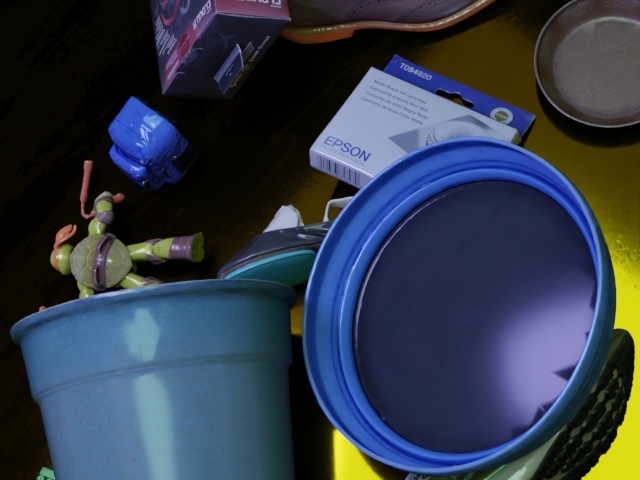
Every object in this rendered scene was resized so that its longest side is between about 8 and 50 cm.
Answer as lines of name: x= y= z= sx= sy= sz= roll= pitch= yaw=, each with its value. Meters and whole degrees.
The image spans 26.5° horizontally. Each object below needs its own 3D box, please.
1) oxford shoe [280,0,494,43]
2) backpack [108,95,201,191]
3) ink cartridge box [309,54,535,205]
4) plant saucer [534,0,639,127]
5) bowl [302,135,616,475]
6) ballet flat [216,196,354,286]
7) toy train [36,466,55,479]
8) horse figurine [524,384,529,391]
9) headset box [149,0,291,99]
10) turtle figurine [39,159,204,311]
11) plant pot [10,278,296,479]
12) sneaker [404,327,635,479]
oxford shoe: x=0.101 y=-0.358 z=1.826 sx=0.363 sy=0.133 sz=0.130 roll=-14 pitch=68 yaw=5
backpack: x=-0.228 y=-0.128 z=1.815 sx=0.098 sy=0.120 sz=0.101 roll=31 pitch=79 yaw=18
ink cartridge box: x=0.136 y=-0.140 z=1.757 sx=0.223 sy=0.045 sz=0.224 roll=25 pitch=60 yaw=18
plant saucer: x=0.380 y=-0.232 z=1.780 sx=0.198 sy=0.036 sz=0.199 roll=-3 pitch=70 yaw=9
bowl: x=0.156 y=0.076 z=1.553 sx=0.391 sy=0.077 sz=0.391 roll=-14 pitch=65 yaw=32
ballet flat: x=0.000 y=0.000 z=1.748 sx=0.280 sy=0.095 sz=0.096 roll=-11 pitch=58 yaw=-4
toy train: x=-0.323 y=0.311 z=1.733 sx=0.083 sy=0.017 sz=0.024 roll=16 pitch=64 yaw=16
horse figurine: x=0.231 y=0.085 z=1.644 sx=0.174 sy=0.066 sz=0.263 roll=-56 pitch=35 yaw=-7
headset box: x=-0.144 y=-0.341 z=1.815 sx=0.110 sy=0.218 sz=0.293 roll=1 pitch=66 yaw=-26
turtle figurine: x=-0.267 y=0.019 z=1.788 sx=0.217 sy=0.087 sz=0.270 roll=5 pitch=72 yaw=13
plant pot: x=-0.170 y=0.247 z=1.579 sx=0.341 sy=0.341 sz=0.334 roll=-11 pitch=78 yaw=7
sneaker: x=0.202 y=0.231 z=1.600 sx=0.410 sy=0.158 sz=0.182 roll=-43 pitch=57 yaw=-10
